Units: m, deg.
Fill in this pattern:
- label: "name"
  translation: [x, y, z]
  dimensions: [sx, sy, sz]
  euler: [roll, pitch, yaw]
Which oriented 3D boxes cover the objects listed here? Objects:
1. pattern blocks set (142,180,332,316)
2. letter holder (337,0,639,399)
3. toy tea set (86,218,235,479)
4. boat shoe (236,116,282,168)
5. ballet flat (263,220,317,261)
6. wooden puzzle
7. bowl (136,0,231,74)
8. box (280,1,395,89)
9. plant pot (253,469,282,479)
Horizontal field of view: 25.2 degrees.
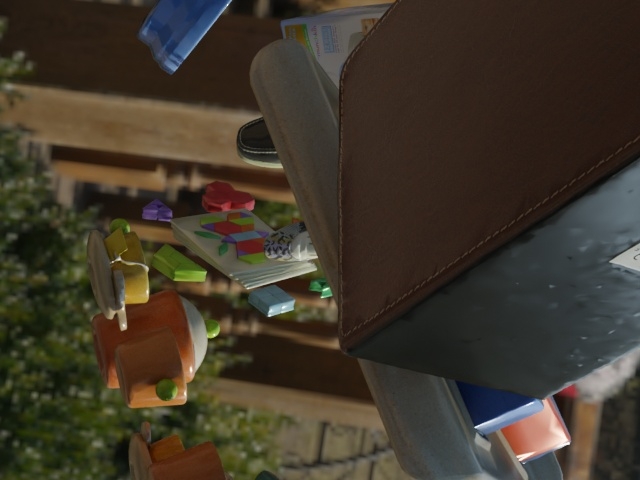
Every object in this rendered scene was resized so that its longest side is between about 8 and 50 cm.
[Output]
- label: "pattern blocks set"
  translation: [-0.111, 0.005, 2.022]
  dimensions: [0.285, 0.325, 0.026]
  euler: [-22, 131, -48]
- label: "letter holder"
  translation: [0.148, -0.074, 0.778]
  dimensions: [0.302, 0.152, 0.214]
  euler: [-39, -135, 48]
- label: "toy tea set"
  translation: [-0.126, 0.141, 1.340]
  dimensions: [0.200, 0.124, 0.336]
  euler: [101, -27, -53]
- label: "boat shoe"
  translation: [0.002, -0.141, 1.730]
  dimensions: [0.073, 0.223, 0.080]
  euler: [70, 18, -58]
- label: "ballet flat"
  translation: [0.000, 0.000, 1.416]
  dimensions: [0.041, 0.114, 0.041]
  euler: [30, -55, 55]
- label: "wooden puzzle"
  translation: [0.092, 0.033, 1.036]
  dimensions: [0.348, 0.080, 0.322]
  euler: [31, 36, -66]
- label: "bowl"
  translation: [-0.113, -0.400, 1.942]
  dimensions: [0.391, 0.077, 0.391]
  euler: [-50, -171, 12]
- label: "box"
  translation: [0.058, -0.243, 1.841]
  dimensions: [0.103, 0.203, 0.114]
  euler: [-21, 107, -40]
- label: "plant pot"
  translation: [0.009, 0.308, 1.103]
  dimensions: [0.165, 0.165, 0.234]
  euler: [-55, -162, -11]
